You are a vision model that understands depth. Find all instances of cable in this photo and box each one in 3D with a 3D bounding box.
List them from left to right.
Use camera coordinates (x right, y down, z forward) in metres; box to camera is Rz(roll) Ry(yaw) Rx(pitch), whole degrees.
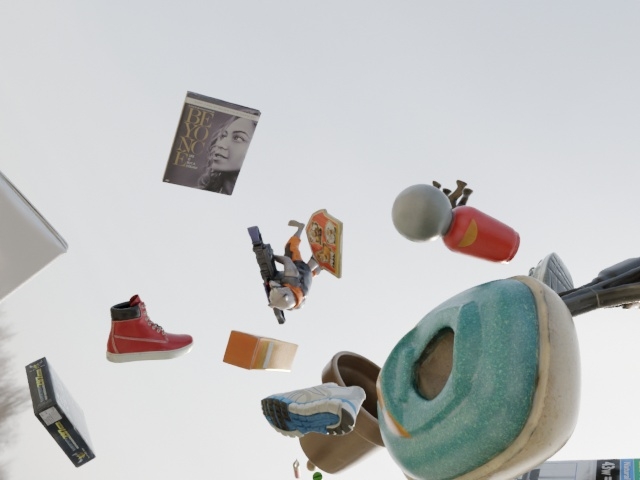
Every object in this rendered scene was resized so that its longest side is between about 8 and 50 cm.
[{"bbox_3d":[0.345,0.079,0.681,0.139,0.287,0.072,4,-69,68],"label":"cable"}]

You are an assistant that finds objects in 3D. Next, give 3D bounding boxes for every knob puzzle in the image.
[{"bbox_3d":[0.000,0.000,1.650,0.213,0.030,0.213,32,-52,53],"label":"knob puzzle"}]

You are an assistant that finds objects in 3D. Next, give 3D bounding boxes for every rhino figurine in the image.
[{"bbox_3d":[0.262,-0.079,1.314,0.106,0.073,0.243,-66,-164,-4],"label":"rhino figurine"}]

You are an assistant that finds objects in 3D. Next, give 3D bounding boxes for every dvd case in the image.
[{"bbox_3d":[-0.244,-0.208,1.267,0.221,0.165,0.018,-65,-151,28],"label":"dvd case"}]

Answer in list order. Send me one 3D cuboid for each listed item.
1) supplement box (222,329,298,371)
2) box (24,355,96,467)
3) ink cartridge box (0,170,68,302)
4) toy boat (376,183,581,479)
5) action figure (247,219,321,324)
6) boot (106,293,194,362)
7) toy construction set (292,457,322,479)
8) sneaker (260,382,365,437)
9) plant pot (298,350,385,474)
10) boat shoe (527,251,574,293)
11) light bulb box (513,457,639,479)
[{"bbox_3d":[-0.133,0.261,1.326,0.078,0.233,0.080,11,-98,22],"label":"supplement box"},{"bbox_3d":[-0.654,0.432,1.434,0.183,0.059,0.232,43,-28,48],"label":"box"},{"bbox_3d":[-0.391,0.037,0.576,0.117,0.207,0.283,53,-26,-16],"label":"ink cartridge box"},{"bbox_3d":[0.128,0.083,0.575,0.148,0.318,0.267,21,-37,-10],"label":"toy boat"},{"bbox_3d":[-0.085,0.069,1.711,0.179,0.330,0.341,-4,-54,21],"label":"action figure"},{"bbox_3d":[-0.455,0.233,1.560,0.088,0.244,0.176,16,-79,51],"label":"boot"},{"bbox_3d":[0.024,0.646,1.903,0.257,0.309,0.237,32,-32,25],"label":"toy construction set"},{"bbox_3d":[-0.010,0.260,0.899,0.191,0.083,0.071,-10,-73,36],"label":"sneaker"},{"bbox_3d":[0.071,0.444,1.398,0.263,0.263,0.229,44,-72,25],"label":"plant pot"},{"bbox_3d":[0.506,0.137,1.323,0.103,0.320,0.118,-27,-74,43],"label":"boat shoe"},{"bbox_3d":[0.530,0.615,1.044,0.361,0.225,0.358,-15,-80,30],"label":"light bulb box"}]
